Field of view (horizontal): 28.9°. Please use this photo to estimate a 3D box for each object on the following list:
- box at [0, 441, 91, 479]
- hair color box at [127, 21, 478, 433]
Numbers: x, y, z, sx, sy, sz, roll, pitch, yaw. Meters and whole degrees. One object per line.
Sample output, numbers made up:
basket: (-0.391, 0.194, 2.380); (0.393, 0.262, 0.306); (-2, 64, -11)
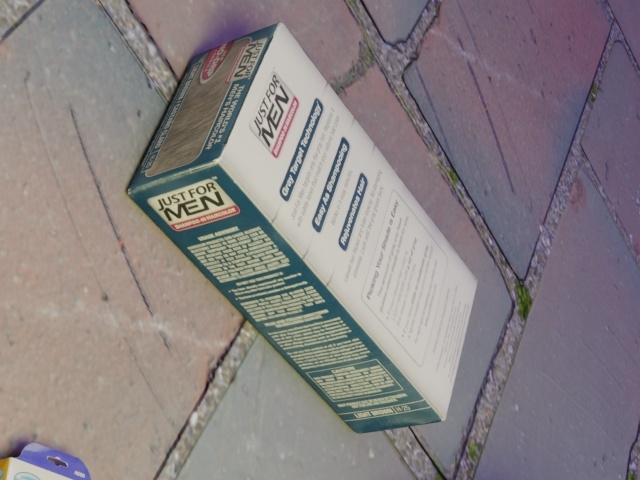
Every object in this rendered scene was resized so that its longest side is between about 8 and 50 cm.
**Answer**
box: (-0.191, 0.205, 0.820); (0.081, 0.028, 0.136); (35, 49, -44)
hair color box: (0.000, 0.000, 1.096); (0.347, 0.105, 0.174); (50, 41, -32)
